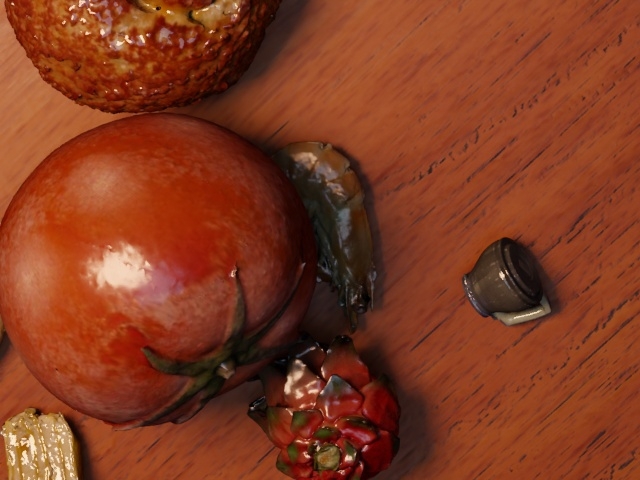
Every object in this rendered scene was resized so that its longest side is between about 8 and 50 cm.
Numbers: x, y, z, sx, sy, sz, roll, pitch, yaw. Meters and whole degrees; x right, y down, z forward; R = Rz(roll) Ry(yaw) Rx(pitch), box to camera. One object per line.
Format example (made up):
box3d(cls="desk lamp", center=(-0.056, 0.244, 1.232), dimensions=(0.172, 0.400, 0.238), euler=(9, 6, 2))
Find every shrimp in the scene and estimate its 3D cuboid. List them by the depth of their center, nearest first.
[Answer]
box3d(cls="shrimp", center=(0.000, 0.000, 1.627), dimensions=(0.099, 0.041, 0.180), euler=(-17, 102, 5))

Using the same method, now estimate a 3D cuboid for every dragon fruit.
box3d(cls="dragon fruit", center=(0.004, 0.154, 1.624), dimensions=(0.130, 0.121, 0.142), euler=(-19, 77, -2))

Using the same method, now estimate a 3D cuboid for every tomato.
box3d(cls="tomato", center=(-0.140, 0.019, 1.526), dimensions=(0.265, 0.265, 0.265), euler=(0, 102, 0))

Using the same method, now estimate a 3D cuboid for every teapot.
box3d(cls="teapot", center=(0.163, 0.043, 1.631), dimensions=(0.057, 0.066, 0.088), euler=(-30, 125, 26))

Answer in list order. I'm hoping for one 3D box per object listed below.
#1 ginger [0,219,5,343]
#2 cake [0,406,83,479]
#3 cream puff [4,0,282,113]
box3d(cls="ginger", center=(-0.312, 0.060, 1.627), dimensions=(0.096, 0.067, 0.165), euler=(18, 103, -26))
box3d(cls="cake", center=(-0.241, 0.251, 1.686), dimensions=(0.079, 0.116, 0.185), euler=(-13, 70, -1))
box3d(cls="cream puff", center=(-0.146, -0.218, 1.518), dimensions=(0.240, 0.164, 0.240), euler=(0, 88, -8))
